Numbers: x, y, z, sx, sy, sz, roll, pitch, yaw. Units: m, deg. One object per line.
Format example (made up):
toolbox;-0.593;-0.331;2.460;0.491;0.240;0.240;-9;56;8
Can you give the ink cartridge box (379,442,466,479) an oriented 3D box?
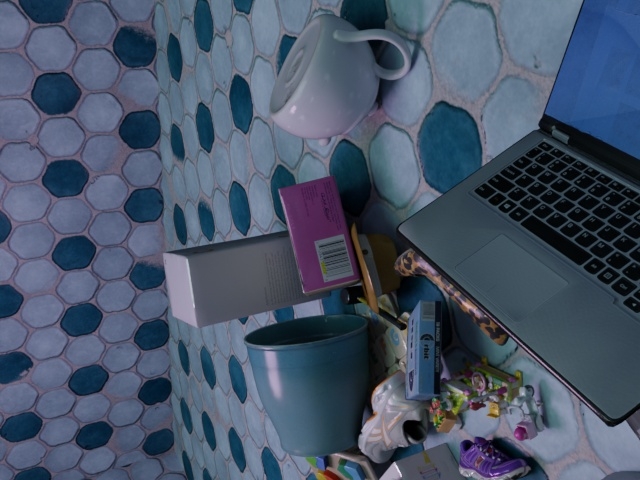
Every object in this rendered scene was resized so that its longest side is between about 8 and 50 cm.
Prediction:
ink cartridge box;0.190;0.468;1.291;0.090;0.143;0.092;61;148;32

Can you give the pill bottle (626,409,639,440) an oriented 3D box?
pill bottle;0.437;0.215;0.705;0.278;0.162;0.162;63;149;30

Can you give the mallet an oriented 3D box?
mallet;0.106;0.141;1.389;0.189;0.062;0.039;-142;54;-58

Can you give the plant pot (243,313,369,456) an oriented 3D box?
plant pot;-0.012;0.314;1.456;0.271;0.271;0.255;0;99;63

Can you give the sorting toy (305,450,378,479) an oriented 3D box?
sorting toy;0.044;0.527;1.526;0.193;0.038;0.208;5;139;34

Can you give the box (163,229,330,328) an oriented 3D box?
box;-0.183;0.084;1.651;0.215;0.345;0.168;4;103;63

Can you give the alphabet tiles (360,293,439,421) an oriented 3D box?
alphabet tiles;0.156;0.263;1.417;0.278;0.021;0.284;68;151;21

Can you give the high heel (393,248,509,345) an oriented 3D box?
high heel;0.218;0.095;1.155;0.261;0.093;0.186;-19;79;56

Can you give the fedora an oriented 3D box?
fedora;0.113;0.046;1.330;0.194;0.079;0.194;166;90;-89

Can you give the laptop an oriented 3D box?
laptop;0.317;-0.101;0.729;0.382;0.407;0.236;47;168;47

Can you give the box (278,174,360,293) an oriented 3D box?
box;0.000;0.000;1.417;0.243;0.117;0.214;86;170;-83

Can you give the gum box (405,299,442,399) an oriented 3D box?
gum box;0.181;0.201;1.195;0.184;0.041;0.157;86;-172;-74

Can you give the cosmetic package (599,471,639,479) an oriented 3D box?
cosmetic package;0.413;0.536;0.797;0.161;0.230;0.454;-38;65;61

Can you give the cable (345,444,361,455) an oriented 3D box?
cable;0.055;0.569;1.664;0.139;0.072;0.287;31;125;51

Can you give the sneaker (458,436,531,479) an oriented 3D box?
sneaker;0.289;0.376;1.156;0.170;0.068;0.071;-21;75;63

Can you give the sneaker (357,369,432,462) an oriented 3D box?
sneaker;0.155;0.390;1.364;0.121;0.099;0.263;40;141;33

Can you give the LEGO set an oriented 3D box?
LEGO set;0.245;0.278;1.156;0.287;0.107;0.132;-30;73;61

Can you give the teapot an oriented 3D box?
teapot;0.032;-0.296;1.289;0.253;0.187;0.256;-62;21;12
